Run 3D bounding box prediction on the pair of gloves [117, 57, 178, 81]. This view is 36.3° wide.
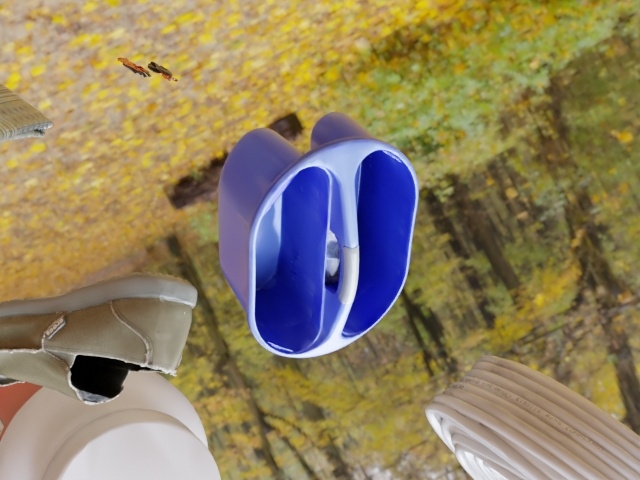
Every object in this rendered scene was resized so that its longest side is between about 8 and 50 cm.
[{"bbox_3d":[-0.276,-0.275,1.564,0.083,0.074,0.010,1,118,-43],"label":"pair of gloves"}]

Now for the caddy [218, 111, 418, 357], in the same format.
[{"bbox_3d":[0.000,0.000,1.276,0.241,0.179,0.341,-16,131,-24],"label":"caddy"}]

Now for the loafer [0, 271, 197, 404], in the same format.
[{"bbox_3d":[-0.213,0.094,0.821,0.251,0.088,0.094,-17,156,31],"label":"loafer"}]

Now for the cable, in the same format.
[{"bbox_3d":[0.206,0.196,0.796,0.089,0.257,0.257,-48,-174,-11],"label":"cable"}]

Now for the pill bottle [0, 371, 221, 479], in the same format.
[{"bbox_3d":[-0.264,0.235,1.105,0.229,0.229,0.407,-27,-163,-22],"label":"pill bottle"}]

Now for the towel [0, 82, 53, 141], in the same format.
[{"bbox_3d":[-0.488,-0.188,1.089,0.056,0.312,0.324,-54,-179,13],"label":"towel"}]
